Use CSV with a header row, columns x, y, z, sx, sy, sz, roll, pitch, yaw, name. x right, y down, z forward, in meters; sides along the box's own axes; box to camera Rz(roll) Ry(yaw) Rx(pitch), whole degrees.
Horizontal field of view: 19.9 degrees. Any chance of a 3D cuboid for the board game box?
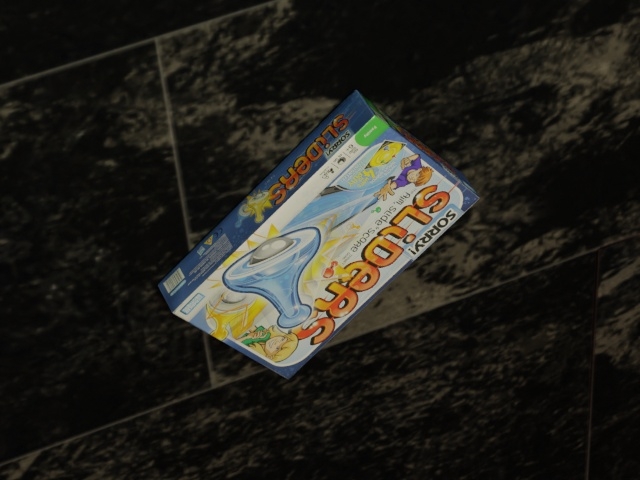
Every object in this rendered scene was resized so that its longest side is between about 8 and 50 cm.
x,y,z,sx,sy,sz,roll,pitch,yaw,name
0.000,0.000,1.310,0.201,0.035,0.136,-44,135,12,board game box
